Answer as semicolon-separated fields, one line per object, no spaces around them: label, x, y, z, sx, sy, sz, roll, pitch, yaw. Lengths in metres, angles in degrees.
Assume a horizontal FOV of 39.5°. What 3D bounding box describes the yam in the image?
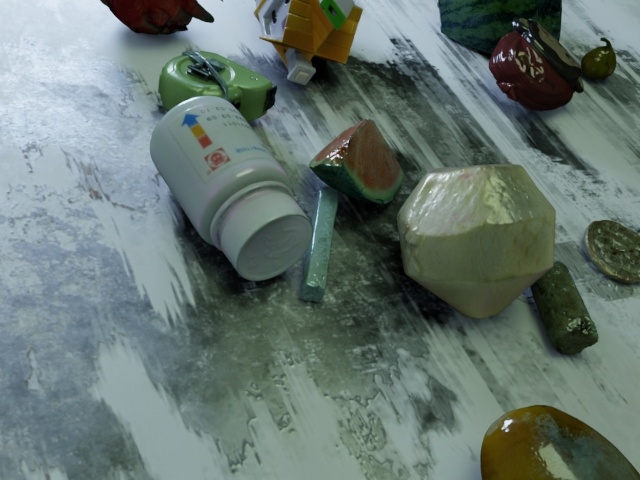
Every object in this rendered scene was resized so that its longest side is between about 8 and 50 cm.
yam;0.399;0.106;1.480;0.078;0.078;0.179;6;43;-13

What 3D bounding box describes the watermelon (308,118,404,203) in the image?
watermelon;0.069;-0.117;1.583;0.146;0.128;0.231;51;35;-10

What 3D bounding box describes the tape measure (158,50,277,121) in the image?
tape measure;-0.209;-0.285;1.649;0.200;0.106;0.175;33;41;18

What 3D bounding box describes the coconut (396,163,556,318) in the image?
coconut;0.251;0.001;1.439;0.259;0.259;0.259;10;43;-9

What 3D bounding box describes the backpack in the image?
backpack;0.466;-0.375;1.966;0.229;0.139;0.229;20;48;-24

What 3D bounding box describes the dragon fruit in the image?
dragon fruit;-0.334;-0.504;1.782;0.274;0.192;0.193;37;76;-31

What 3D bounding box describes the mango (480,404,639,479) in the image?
mango;0.343;0.350;1.155;0.192;0.146;0.316;-33;69;-32

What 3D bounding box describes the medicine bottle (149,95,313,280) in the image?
medicine bottle;-0.142;-0.085;1.416;0.170;0.170;0.293;-14;51;-31

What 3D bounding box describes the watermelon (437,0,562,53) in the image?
watermelon;0.425;-0.538;2.140;0.283;0.292;0.251;-6;85;7

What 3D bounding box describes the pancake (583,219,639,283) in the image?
pancake;0.558;0.021;1.660;0.158;0.028;0.158;12;44;-12

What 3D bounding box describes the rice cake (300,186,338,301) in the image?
rice cake;0.000;0.000;1.470;0.042;0.045;0.245;14;42;-4

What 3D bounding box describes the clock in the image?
clock;-0.022;-0.477;1.835;0.166;0.235;0.310;13;50;-30

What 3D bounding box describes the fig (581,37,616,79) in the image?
fig;0.670;-0.432;2.120;0.084;0.098;0.082;20;39;-15
